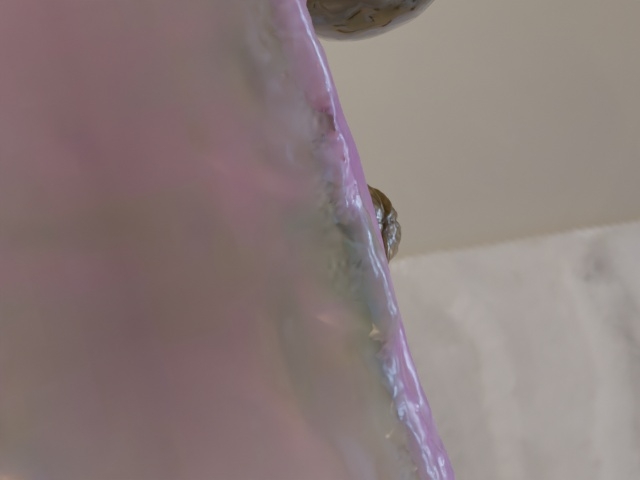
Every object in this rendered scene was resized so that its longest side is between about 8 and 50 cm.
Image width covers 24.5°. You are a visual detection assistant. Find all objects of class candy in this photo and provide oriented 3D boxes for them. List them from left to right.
[{"bbox_3d":[-0.059,-0.002,0.497,0.155,0.265,0.116,-17,-158,1],"label":"candy"}]

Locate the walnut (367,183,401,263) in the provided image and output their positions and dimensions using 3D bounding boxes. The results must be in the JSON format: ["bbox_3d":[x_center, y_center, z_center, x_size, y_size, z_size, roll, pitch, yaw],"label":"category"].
[{"bbox_3d":[0.000,0.000,0.896,0.096,0.079,0.082,-14,-94,27],"label":"walnut"}]

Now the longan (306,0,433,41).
[{"bbox_3d":[0.023,-0.321,1.457,0.258,0.258,0.258,3,-126,-4],"label":"longan"}]
